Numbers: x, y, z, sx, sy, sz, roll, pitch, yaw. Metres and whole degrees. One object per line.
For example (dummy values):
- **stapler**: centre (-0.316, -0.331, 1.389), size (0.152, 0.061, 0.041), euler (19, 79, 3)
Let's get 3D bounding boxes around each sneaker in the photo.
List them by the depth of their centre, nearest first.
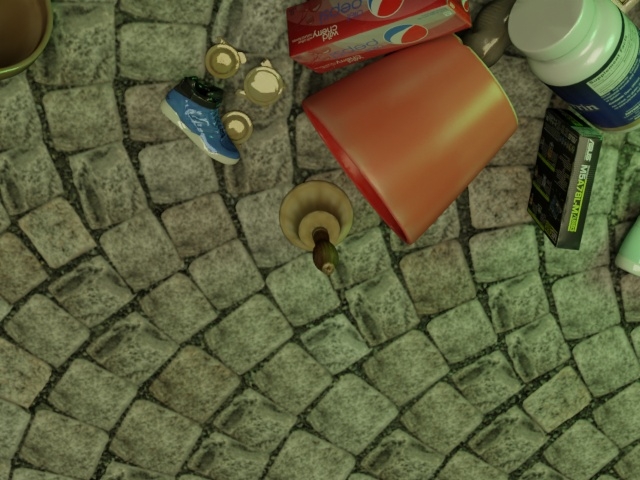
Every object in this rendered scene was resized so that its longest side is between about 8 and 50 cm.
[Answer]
- **sneaker**: centre (-0.170, -0.192, 1.602), size (0.152, 0.058, 0.084), euler (42, 112, -8)
- **sneaker**: centre (0.646, 0.015, 1.739), size (0.256, 0.094, 0.151), euler (18, 104, -12)

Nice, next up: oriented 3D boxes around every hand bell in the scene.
- **hand bell**: centre (0.000, 0.000, 1.606), size (0.126, 0.242, 0.126), euler (-1, 110, -3)

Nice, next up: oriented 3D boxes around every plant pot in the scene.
- **plant pot**: centre (-0.523, -0.325, 1.494), size (0.237, 0.237, 0.110), euler (39, 143, -16)
- **plant pot**: centre (0.146, -0.173, 1.559), size (0.243, 0.275, 0.275), euler (-38, 108, 0)

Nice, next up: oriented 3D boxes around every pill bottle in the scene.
- **pill bottle**: centre (0.403, -0.279, 1.533), size (0.265, 0.153, 0.153), euler (28, 107, -42)

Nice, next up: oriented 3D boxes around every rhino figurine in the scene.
- **rhino figurine**: centre (0.296, -0.362, 1.570), size (0.073, 0.106, 0.243), euler (36, 104, -16)

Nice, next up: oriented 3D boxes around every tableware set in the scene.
- **tableware set**: centre (-0.147, -0.233, 1.630), size (0.141, 0.020, 0.168), euler (35, 105, -13)

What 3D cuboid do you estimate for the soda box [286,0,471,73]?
- **soda box**: centre (0.082, -0.328, 1.505), size (0.263, 0.092, 0.083), euler (-13, 74, 29)

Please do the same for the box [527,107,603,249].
- **box**: centre (0.384, -0.102, 1.626), size (0.045, 0.190, 0.184), euler (3, 109, -4)

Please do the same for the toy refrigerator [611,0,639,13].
- **toy refrigerator**: centre (0.519, -0.475, 1.553), size (0.269, 0.094, 0.102), euler (-42, 108, 11)
